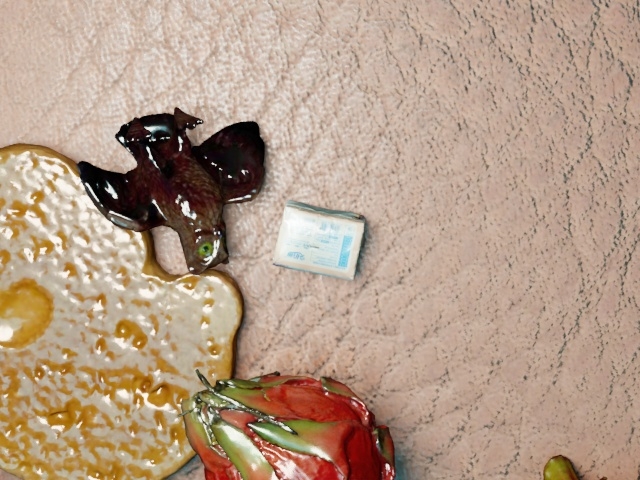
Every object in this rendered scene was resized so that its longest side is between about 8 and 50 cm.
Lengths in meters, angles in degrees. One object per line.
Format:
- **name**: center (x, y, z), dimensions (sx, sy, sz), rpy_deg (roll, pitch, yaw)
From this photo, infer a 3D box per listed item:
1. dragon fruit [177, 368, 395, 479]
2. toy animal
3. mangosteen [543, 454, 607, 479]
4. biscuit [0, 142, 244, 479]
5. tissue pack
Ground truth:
- **dragon fruit**: center (-0.049, 0.241, 1.432), dimensions (0.293, 0.234, 0.233), rpy_deg (29, 96, -33)
- **toy animal**: center (-0.152, -0.054, 1.481), dimensions (0.219, 0.116, 0.179), rpy_deg (-19, 97, -26)
- **mangosteen**: center (0.309, 0.342, 1.470), dimensions (0.236, 0.235, 0.261), rpy_deg (-28, 60, 3)
- **biscuit**: center (-0.314, 0.096, 1.517), dimensions (0.455, 0.078, 0.349), rpy_deg (38, 91, -3)
- **tissue pack**: center (0.000, 0.000, 1.510), dimensions (0.094, 0.059, 0.074), rpy_deg (13, 97, 0)
